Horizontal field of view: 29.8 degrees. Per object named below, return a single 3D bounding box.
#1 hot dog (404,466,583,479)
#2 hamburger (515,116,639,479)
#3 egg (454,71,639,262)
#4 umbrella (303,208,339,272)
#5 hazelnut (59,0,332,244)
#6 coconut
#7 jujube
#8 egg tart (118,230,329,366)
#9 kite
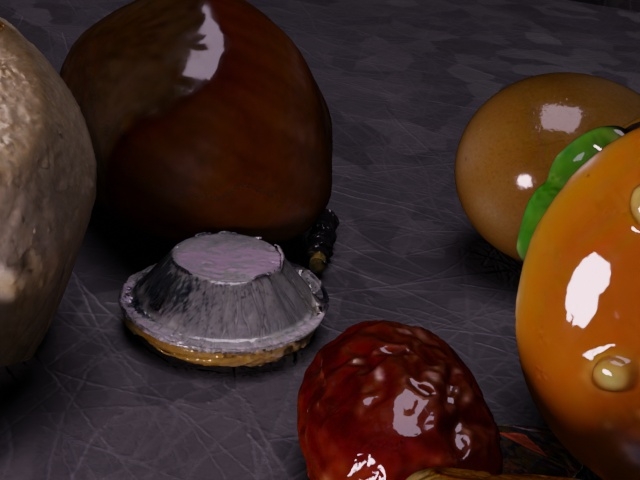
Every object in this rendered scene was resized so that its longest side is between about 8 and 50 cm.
[{"bbox_3d":[0.178,0.259,0.909,0.256,0.153,0.150,9,-5,-19],"label":"hot dog"},{"bbox_3d":[0.355,0.057,1.099,0.395,0.396,0.277,13,14,13],"label":"hamburger"},{"bbox_3d":[0.326,-0.088,1.542,0.322,0.250,0.250,-2,27,-27],"label":"egg"},{"bbox_3d":[0.000,0.000,1.529,0.040,0.037,0.144,6,24,3],"label":"umbrella"},{"bbox_3d":[-0.151,-0.145,1.502,0.365,0.366,0.366,5,26,-3],"label":"hazelnut"},{"bbox_3d":[-0.410,-0.039,1.181,0.344,0.415,0.415,-19,36,-38],"label":"coconut"},{"bbox_3d":[0.066,0.169,1.069,0.174,0.174,0.250,0,16,-12],"label":"jujube"},{"bbox_3d":[-0.106,0.054,1.335,0.234,0.094,0.234,3,27,-2],"label":"egg tart"},{"bbox_3d":[0.205,0.208,1.193,0.125,0.008,0.222,22,30,34],"label":"kite"}]
